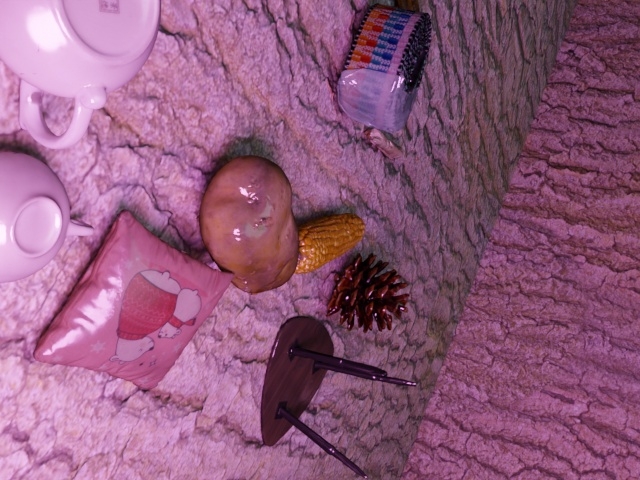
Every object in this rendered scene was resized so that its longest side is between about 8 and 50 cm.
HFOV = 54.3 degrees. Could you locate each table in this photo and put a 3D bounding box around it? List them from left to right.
[{"bbox_3d":[0.042,0.330,1.393,0.317,0.249,0.317,-38,136,-49],"label":"table"}]

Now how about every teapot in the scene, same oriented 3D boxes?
[{"bbox_3d":[-0.334,-0.022,0.689,0.226,0.092,0.145,18,89,-66],"label":"teapot"},{"bbox_3d":[-0.264,-0.242,0.648,0.204,0.140,0.297,-9,110,-62],"label":"teapot"}]

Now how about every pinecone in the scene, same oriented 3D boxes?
[{"bbox_3d":[0.116,0.135,1.500,0.208,0.208,0.207,-38,136,-49],"label":"pinecone"}]

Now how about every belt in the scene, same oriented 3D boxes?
[{"bbox_3d":[0.139,-0.362,1.321,0.207,0.150,0.257,30,78,-72],"label":"belt"}]

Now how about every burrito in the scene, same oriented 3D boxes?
[{"bbox_3d":[0.158,-0.235,1.527,0.041,0.045,0.185,-41,159,14],"label":"burrito"}]

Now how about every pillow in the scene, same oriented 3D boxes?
[{"bbox_3d":[-0.252,0.096,0.881,0.236,0.084,0.223,37,80,-51],"label":"pillow"}]

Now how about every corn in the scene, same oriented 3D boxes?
[{"bbox_3d":[0.000,0.000,1.305,0.310,0.102,0.101,-28,129,-63],"label":"corn"}]

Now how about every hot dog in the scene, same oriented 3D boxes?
[{"bbox_3d":[0.196,-0.559,1.436,0.062,0.038,0.144,-59,147,-22],"label":"hot dog"}]

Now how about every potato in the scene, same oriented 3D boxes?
[{"bbox_3d":[-0.111,-0.014,1.049,0.296,0.142,0.191,66,36,-56],"label":"potato"}]
